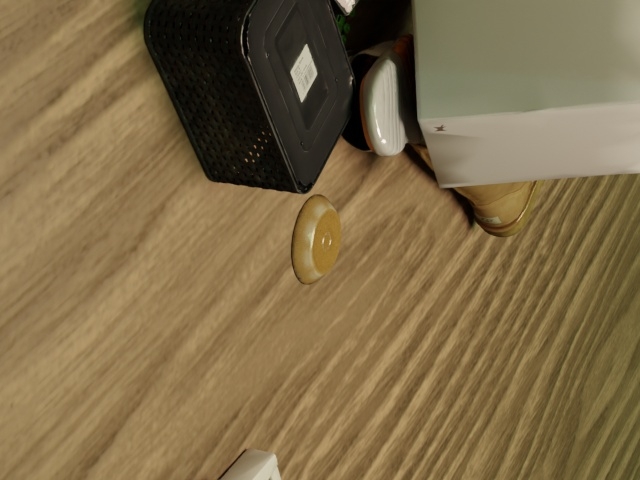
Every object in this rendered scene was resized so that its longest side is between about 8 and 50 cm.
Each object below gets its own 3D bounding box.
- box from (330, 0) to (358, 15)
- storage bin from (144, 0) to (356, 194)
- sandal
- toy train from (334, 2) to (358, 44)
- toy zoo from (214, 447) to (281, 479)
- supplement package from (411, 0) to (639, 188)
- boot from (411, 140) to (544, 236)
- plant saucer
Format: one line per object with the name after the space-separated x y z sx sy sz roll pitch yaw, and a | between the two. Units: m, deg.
0.014 -0.303 1.116 0.190 0.045 0.184 -57 132 -16 | box
-0.048 -0.135 1.106 0.122 0.084 0.180 -63 148 -33 | storage bin
0.043 -0.127 1.294 0.265 0.076 0.102 -39 123 -74 | sandal
0.014 -0.188 1.292 0.024 0.017 0.083 39 62 -50 | toy train
-0.075 0.317 1.252 0.192 0.030 0.293 -54 143 -43 | toy zoo
0.188 -0.206 1.323 0.198 0.199 0.262 58 29 -72 | supplement package
0.193 -0.148 1.592 0.269 0.089 0.236 45 58 -58 | boot
0.000 0.000 1.323 0.083 0.015 0.083 -29 123 -59 | plant saucer
